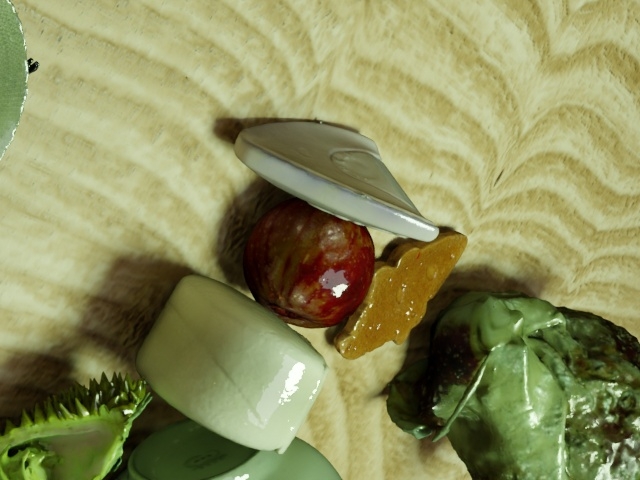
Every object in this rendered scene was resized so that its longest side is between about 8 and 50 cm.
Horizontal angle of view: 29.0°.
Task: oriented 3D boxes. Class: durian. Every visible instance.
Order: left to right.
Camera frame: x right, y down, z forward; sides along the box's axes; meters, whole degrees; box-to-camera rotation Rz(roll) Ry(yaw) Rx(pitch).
[{"bbox_3d":[-0.303,0.288,1.360,0.356,0.169,0.157,-56,142,-2],"label":"durian"}]

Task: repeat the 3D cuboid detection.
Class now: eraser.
[{"bbox_3d":[0.002,-0.079,1.473,0.243,0.204,0.059,12,120,-31],"label":"eraser"}]

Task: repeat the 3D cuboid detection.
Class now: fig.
[{"bbox_3d":[0.000,0.002,1.531,0.207,0.175,0.175,-62,145,-15],"label":"fig"}]

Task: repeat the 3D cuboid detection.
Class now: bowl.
[{"bbox_3d":[-0.126,0.327,1.484,0.353,0.353,0.185,-26,114,-36],"label":"bowl"}]

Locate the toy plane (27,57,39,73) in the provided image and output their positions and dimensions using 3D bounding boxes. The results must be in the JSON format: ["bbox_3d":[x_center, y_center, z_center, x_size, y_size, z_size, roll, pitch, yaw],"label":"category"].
[{"bbox_3d":[-0.315,-0.138,1.146,0.120,0.049,0.031,-37,141,0],"label":"toy plane"}]

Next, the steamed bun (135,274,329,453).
[{"bbox_3d":[-0.114,0.133,1.429,0.164,0.241,0.146,30,90,-26],"label":"steamed bun"}]

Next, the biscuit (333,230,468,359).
[{"bbox_3d":[0.116,0.072,1.805,0.280,0.043,0.183,-44,145,-26],"label":"biscuit"}]

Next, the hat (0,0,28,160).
[{"bbox_3d":[-0.378,-0.138,1.001,0.257,0.130,0.257,-28,134,-34],"label":"hat"}]

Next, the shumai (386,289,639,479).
[{"bbox_3d":[0.305,0.217,1.908,0.348,0.395,0.395,42,81,-32],"label":"shumai"}]
